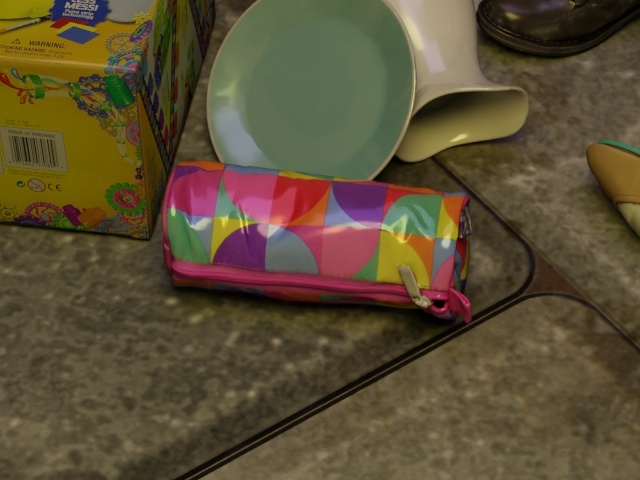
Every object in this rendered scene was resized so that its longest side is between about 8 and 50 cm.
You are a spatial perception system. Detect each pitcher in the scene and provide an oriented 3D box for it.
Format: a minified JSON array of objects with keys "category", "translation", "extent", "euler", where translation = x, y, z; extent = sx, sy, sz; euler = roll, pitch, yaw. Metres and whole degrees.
[{"category":"pitcher","translation":[0.050,-0.154,1.484],"extent":[0.177,0.125,0.207],"euler":[-23,60,-1]}]

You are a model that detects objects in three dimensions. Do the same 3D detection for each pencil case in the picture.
[{"category":"pencil case","translation":[0.000,0.000,1.342],"extent":[0.236,0.104,0.104],"euler":[7,47,8]}]

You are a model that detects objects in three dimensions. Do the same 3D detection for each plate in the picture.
[{"category":"plate","translation":[-0.005,-0.115,1.436],"extent":[0.188,0.024,0.188],"euler":[-5,80,28]}]

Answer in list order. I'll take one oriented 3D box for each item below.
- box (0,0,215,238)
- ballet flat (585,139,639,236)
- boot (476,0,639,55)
[{"category":"box","translation":[-0.251,-0.171,1.452],"extent":[0.290,0.177,0.279],"euler":[6,46,5]},{"category":"ballet flat","translation":[0.289,-0.005,1.365],"extent":[0.232,0.080,0.073],"euler":[25,81,25]},{"category":"boot","translation":[0.254,-0.282,1.517],"extent":[0.263,0.229,0.091],"euler":[-18,49,-16]}]
